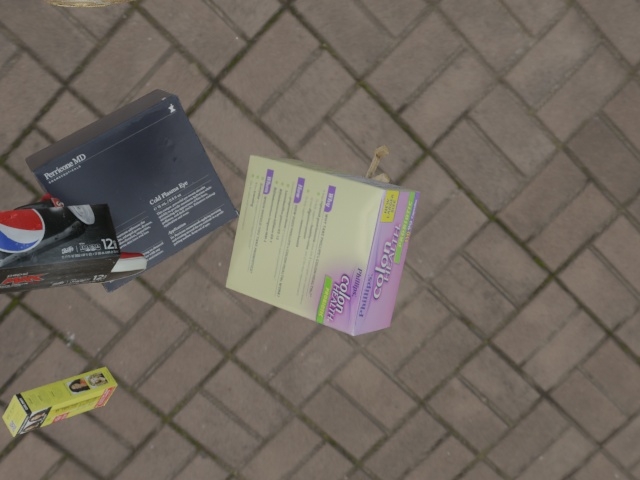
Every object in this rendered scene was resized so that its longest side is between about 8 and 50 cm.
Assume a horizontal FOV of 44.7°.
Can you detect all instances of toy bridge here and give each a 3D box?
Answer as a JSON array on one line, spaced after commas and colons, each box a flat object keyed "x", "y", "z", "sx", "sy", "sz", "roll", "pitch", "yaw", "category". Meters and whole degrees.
[{"x": 0.140, "y": -0.145, "z": 1.926, "sx": 0.063, "sy": 0.188, "sz": 0.026, "roll": -21, "pitch": 142, "yaw": 35, "category": "toy bridge"}]

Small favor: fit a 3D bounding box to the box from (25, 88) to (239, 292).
[{"x": -0.415, "y": -0.118, "z": 1.731, "sx": 0.343, "sy": 0.179, "sz": 0.313, "roll": -31, "pitch": 116, "yaw": -15, "category": "box"}]

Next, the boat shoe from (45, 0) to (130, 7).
[{"x": -0.373, "y": -0.413, "z": 1.276, "sx": 0.170, "sy": 0.059, "sz": 0.063, "roll": -4, "pitch": 77, "yaw": -24, "category": "boat shoe"}]

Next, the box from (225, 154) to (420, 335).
[{"x": 0.000, "y": 0.000, "z": 1.178, "sx": 0.242, "sy": 0.117, "sz": 0.214, "roll": 17, "pitch": 101, "yaw": 32, "category": "box"}]

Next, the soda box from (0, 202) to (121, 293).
[{"x": -0.258, "y": 0.010, "z": 0.648, "sx": 0.168, "sy": 0.060, "sz": 0.053, "roll": -7, "pitch": 68, "yaw": -35, "category": "soda box"}]

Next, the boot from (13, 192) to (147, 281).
[{"x": -0.455, "y": -0.008, "z": 1.484, "sx": 0.244, "sy": 0.088, "sz": 0.176, "roll": 0, "pitch": 70, "yaw": -38, "category": "boot"}]

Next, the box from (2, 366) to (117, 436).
[{"x": -0.562, "y": 0.347, "z": 1.691, "sx": 0.058, "sy": 0.232, "sz": 0.087, "roll": 49, "pitch": 121, "yaw": 20, "category": "box"}]
